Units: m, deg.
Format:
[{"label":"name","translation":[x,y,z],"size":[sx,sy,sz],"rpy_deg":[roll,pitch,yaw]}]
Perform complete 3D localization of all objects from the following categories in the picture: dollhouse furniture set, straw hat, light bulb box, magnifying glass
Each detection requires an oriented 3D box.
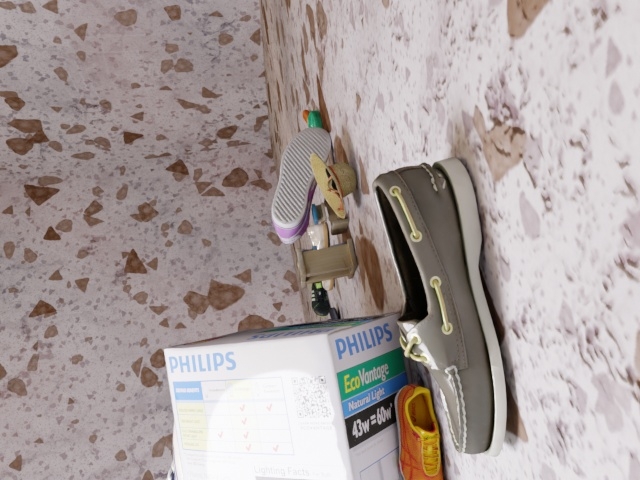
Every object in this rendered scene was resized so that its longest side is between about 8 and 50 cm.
[{"label":"dollhouse furniture set","translation":[0.000,0.000,1.384],"size":[0.129,0.129,0.184],"rpy_deg":[99,160,-71]},{"label":"straw hat","translation":[0.039,-0.120,1.175],"size":[0.145,0.061,0.144],"rpy_deg":[60,170,18]},{"label":"light bulb box","translation":[-0.037,0.323,0.975],"size":[0.225,0.357,0.362],"rpy_deg":[-4,-96,-56]},{"label":"magnifying glass","translation":[-0.021,-0.317,1.599],"size":[0.231,0.026,0.092],"rpy_deg":[-117,18,-64]}]

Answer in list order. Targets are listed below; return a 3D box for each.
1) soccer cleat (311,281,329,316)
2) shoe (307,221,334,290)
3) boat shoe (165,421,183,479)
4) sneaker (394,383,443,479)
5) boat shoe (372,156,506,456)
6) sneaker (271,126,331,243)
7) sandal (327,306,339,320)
[{"label":"soccer cleat","translation":[-0.005,0.187,2.024],"size":[0.179,0.060,0.072],"rpy_deg":[-103,8,-52]},{"label":"shoe","translation":[0.001,0.050,1.762],"size":[0.076,0.058,0.219],"rpy_deg":[-115,17,-67]},{"label":"boat shoe","translation":[-0.249,0.443,1.091],"size":[0.127,0.158,0.341],"rpy_deg":[3,-104,-54]},{"label":"sneaker","translation":[0.146,0.299,0.856],"size":[0.067,0.064,0.175],"rpy_deg":[146,112,-72]},{"label":"boat shoe","translation":[0.120,0.072,0.605],"size":[0.109,0.091,0.305],"rpy_deg":[164,97,-84]},{"label":"sneaker","translation":[-0.050,-0.126,1.415],"size":[0.161,0.102,0.282],"rpy_deg":[86,-157,-65]},{"label":"sandal","translation":[0.037,0.309,1.838],"size":[0.097,0.054,0.255],"rpy_deg":[-106,9,-45]}]
